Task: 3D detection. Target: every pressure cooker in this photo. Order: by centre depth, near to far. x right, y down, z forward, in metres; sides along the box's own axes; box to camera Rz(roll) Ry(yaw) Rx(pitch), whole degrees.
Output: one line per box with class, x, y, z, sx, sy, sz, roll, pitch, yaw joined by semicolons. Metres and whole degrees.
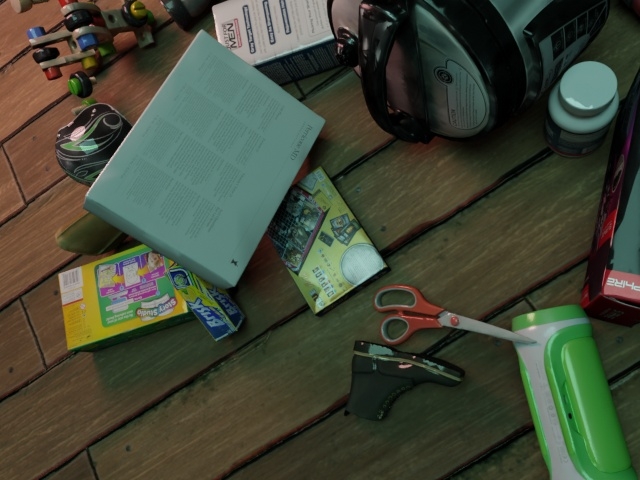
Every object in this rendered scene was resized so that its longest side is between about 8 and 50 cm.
pressure cooker;0.218;-0.365;0.964;0.420;0.375;0.370;-48;111;-10

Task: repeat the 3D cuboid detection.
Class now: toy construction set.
toy construction set;-0.529;-0.498;1.340;0.309;0.257;0.237;48;49;5

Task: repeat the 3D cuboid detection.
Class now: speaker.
speaker;0.387;0.255;0.912;0.131;0.131;0.296;-14;73;13

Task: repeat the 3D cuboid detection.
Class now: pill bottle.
pill bottle;0.431;-0.217;0.981;0.108;0.180;0.107;-4;76;16

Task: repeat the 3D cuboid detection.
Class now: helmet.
helmet;-0.469;-0.189;1.255;0.169;0.169;0.161;36;72;21

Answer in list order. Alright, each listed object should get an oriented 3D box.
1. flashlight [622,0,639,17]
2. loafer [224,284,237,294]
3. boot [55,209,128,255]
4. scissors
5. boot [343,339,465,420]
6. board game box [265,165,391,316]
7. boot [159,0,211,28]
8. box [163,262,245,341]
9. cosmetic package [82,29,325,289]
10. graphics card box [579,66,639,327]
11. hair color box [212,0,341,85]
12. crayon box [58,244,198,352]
flashlight;0.637;-0.363;0.998;0.103;0.103;0.304;-35;69;3
loafer;-0.212;0.030;1.180;0.061;0.062;0.169;-14;72;17
boot;-0.365;-0.055;1.209;0.270;0.236;0.089;-34;57;31
scissors;0.210;0.122;0.991;0.297;0.021;0.108;-8;77;41
boot;0.140;0.259;1.020;0.198;0.077;0.136;9;84;32
board game box;0.000;0.000;1.132;0.165;0.042;0.243;-34;70;6
boot;-0.320;-0.665;1.362;0.223;0.118;0.338;-38;81;2
box;-0.216;0.104;1.118;0.054;0.059;0.168;-30;103;20
cosmetic package;-0.196;-0.143;1.070;0.284;0.097;0.377;33;68;-15
graphics card box;0.486;-0.065;0.902;0.094;0.233;0.370;13;82;20
hair color box;-0.034;-0.439;1.213;0.348;0.105;0.173;-14;73;13
crayon box;-0.383;0.110;1.200;0.279;0.081;0.165;-18;73;12
